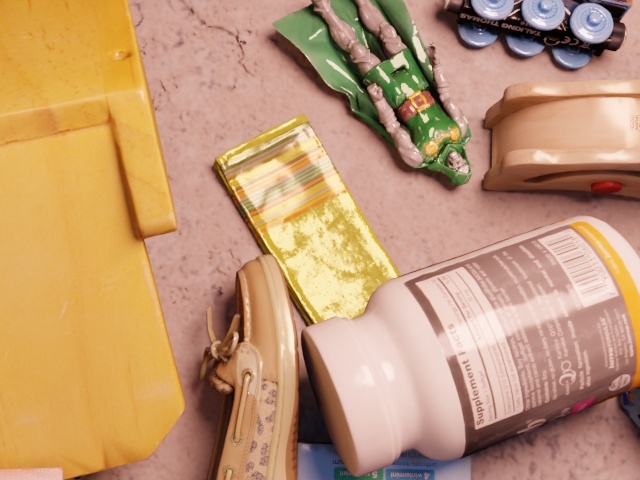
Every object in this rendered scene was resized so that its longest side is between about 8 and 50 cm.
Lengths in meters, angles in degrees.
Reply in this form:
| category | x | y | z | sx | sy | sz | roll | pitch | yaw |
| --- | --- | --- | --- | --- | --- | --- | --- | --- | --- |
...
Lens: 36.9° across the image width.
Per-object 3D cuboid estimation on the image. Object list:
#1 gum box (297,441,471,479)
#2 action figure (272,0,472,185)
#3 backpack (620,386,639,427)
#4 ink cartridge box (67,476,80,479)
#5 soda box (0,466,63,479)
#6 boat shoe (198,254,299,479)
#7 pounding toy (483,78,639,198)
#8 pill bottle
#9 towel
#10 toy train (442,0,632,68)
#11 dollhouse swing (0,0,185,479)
| category | x | y | z | sx | sy | sz | roll | pitch | yaw |
| --- | --- | --- | --- | --- | --- | --- | --- | --- | --- |
| gum box | 0.052 | 0.274 | 0.849 | 0.157 | 0.041 | 0.184 | 2 | 79 | -4 |
| action figure | 0.076 | -0.151 | 0.922 | 0.137 | 0.063 | 0.232 | -34 | 88 | -13 |
| backpack | 0.364 | 0.140 | 0.833 | 0.117 | 0.173 | 0.158 | -43 | 87 | -11 |
| ink cartridge box | -0.308 | 0.181 | 0.828 | 0.186 | 0.065 | 0.311 | 36 | 81 | 3 |
| soda box | -0.290 | 0.216 | 0.730 | 0.183 | 0.063 | 0.058 | 0 | 118 | -14 |
| boat shoe | -0.067 | 0.153 | 0.829 | 0.089 | 0.104 | 0.285 | 1 | 80 | -7 |
| pounding toy | 0.289 | -0.123 | 0.899 | 0.270 | 0.154 | 0.154 | 0 | 79 | 14 |
| pill bottle | 0.135 | 0.092 | 0.823 | 0.278 | 0.162 | 0.162 | -19 | 82 | -11 |
| towel | 0.000 | 0.000 | 0.906 | 0.102 | 0.021 | 0.237 | -30 | 84 | -9 |
| toy train | 0.213 | -0.239 | 0.940 | 0.184 | 0.080 | 0.105 | 12 | 73 | -2 |
| dollhouse swing | -0.294 | -0.002 | 0.807 | 0.347 | 0.305 | 0.315 | -13 | 38 | -7 |
